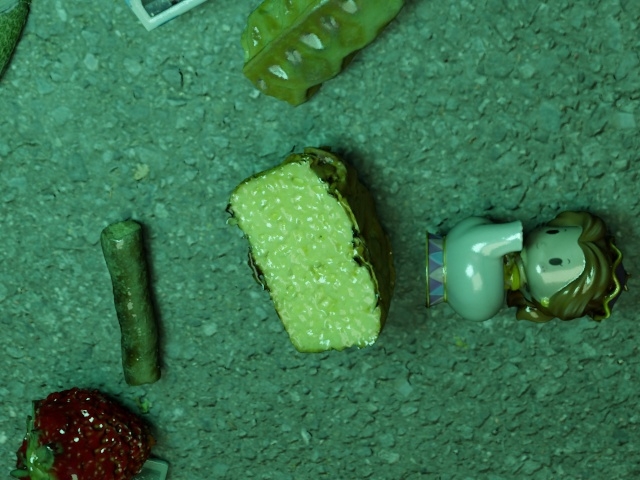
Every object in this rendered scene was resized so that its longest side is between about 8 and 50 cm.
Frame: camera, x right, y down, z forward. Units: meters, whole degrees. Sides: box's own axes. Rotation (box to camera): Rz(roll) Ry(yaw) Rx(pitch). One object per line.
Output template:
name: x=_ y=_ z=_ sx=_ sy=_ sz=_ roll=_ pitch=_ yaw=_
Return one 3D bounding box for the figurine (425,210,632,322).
figurine: x=0.265 y=0.037 z=1.469 sx=0.263 sy=0.142 sz=0.189 roll=0 pitch=149 yaw=5

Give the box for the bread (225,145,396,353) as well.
bread: x=0.004 y=0.003 z=1.477 sx=0.160 sy=0.147 sz=0.261 roll=-20 pitch=108 yaw=25

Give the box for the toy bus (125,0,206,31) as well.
toy bus: x=-0.107 y=-0.364 z=1.314 sx=0.297 sy=0.106 sz=0.131 roll=-23 pitch=115 yaw=19

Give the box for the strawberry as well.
strawberry: x=-0.336 y=0.296 z=1.659 sx=0.201 sy=0.184 sz=0.187 roll=-3 pitch=102 yaw=-34

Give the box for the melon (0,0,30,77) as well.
melon: x=-0.441 y=-0.237 z=1.439 sx=0.202 sy=0.093 sz=0.139 roll=-31 pitch=143 yaw=-10

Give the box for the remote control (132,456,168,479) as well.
remote control: x=-0.277 y=0.397 z=1.775 sx=0.061 sy=0.029 sz=0.162 roll=16 pitch=113 yaw=-5

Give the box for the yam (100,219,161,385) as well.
yam: x=-0.258 y=0.094 z=1.595 sx=0.061 sy=0.061 sz=0.253 roll=0 pitch=119 yaw=6

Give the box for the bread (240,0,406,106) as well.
bread: x=0.000 y=-0.264 z=1.369 sx=0.128 sy=0.088 sz=0.232 roll=45 pitch=119 yaw=-8
